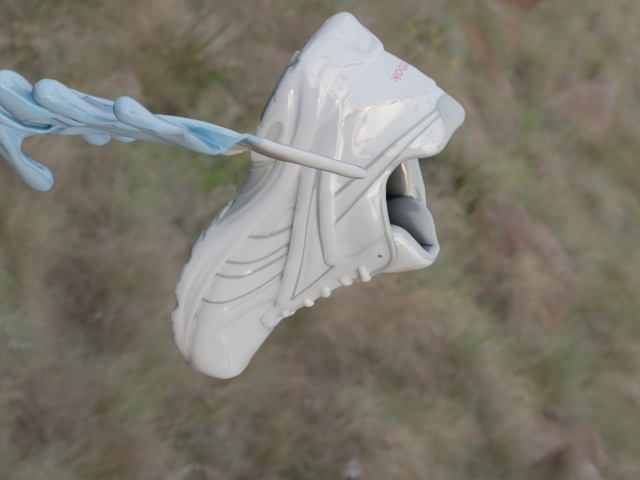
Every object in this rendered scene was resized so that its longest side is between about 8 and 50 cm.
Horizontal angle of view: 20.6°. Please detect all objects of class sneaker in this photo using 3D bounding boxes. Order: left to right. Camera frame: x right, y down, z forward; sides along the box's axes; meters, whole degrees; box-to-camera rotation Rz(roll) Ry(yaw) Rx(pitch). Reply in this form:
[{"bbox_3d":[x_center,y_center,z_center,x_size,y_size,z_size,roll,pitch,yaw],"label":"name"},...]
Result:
[{"bbox_3d":[0.000,0.000,0.939,0.115,0.232,0.090,31,35,4],"label":"sneaker"}]

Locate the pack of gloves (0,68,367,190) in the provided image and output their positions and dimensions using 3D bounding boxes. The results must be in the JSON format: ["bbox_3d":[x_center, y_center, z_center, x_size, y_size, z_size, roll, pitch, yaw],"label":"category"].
[{"bbox_3d":[-0.117,-0.042,0.762,0.195,0.046,0.232,13,1,27],"label":"pack of gloves"}]
